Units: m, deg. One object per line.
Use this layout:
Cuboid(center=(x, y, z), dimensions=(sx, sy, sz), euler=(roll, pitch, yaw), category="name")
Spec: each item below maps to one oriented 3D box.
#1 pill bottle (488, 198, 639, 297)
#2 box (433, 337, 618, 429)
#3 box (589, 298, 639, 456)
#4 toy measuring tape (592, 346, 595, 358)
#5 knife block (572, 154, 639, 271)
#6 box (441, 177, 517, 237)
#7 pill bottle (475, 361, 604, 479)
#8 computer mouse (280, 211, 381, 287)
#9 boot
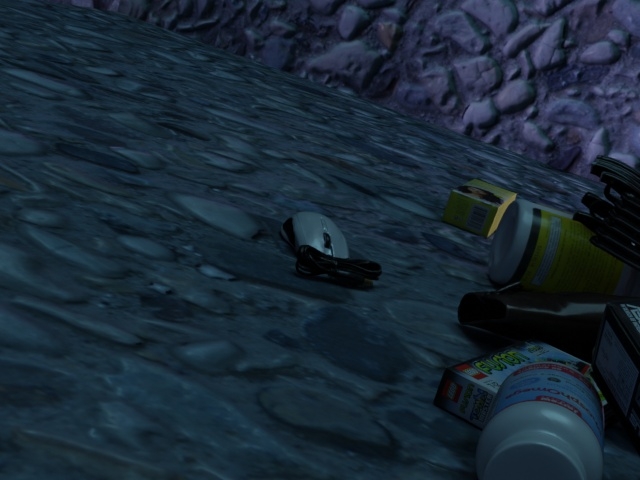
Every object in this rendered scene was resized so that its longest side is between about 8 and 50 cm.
Cuboid(center=(0.341, 0.028, 1.363), dimensions=(0.208, 0.119, 0.119), euler=(17, 14, -5), category="pill bottle")
Cuboid(center=(0.199, 0.139, 0.922), dimensions=(0.114, 0.036, 0.207), euler=(25, 16, 28), category="box")
Cuboid(center=(0.356, 0.148, 0.684), dimensions=(0.242, 0.076, 0.307), euler=(-5, 35, -10), category="box")
Cuboid(center=(0.372, 0.153, 0.850), dimensions=(0.121, 0.121, 0.330), euler=(7, 26, -38), category="toy measuring tape")
Cuboid(center=(0.460, -0.004, 1.295), dimensions=(0.276, 0.088, 0.242), euler=(10, 35, -30), category="knife block")
Cuboid(center=(0.275, -0.059, 1.747), dimensions=(0.087, 0.058, 0.232), euler=(21, 13, 13), category="box")
Cuboid(center=(0.158, 0.148, 0.729), dimensions=(0.087, 0.087, 0.160), euler=(21, 14, 11), category="pill bottle")
Cuboid(center=(0.000, 0.000, 1.198), dimensions=(0.106, 0.042, 0.193), euler=(12, 15, -21), category="computer mouse")
Cuboid(center=(0.279, 0.093, 1.041), dimensions=(0.207, 0.090, 0.248), euler=(7, -4, -20), category="boot")
